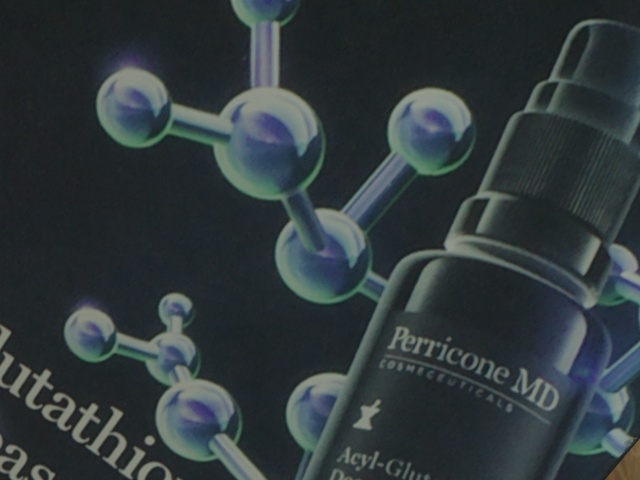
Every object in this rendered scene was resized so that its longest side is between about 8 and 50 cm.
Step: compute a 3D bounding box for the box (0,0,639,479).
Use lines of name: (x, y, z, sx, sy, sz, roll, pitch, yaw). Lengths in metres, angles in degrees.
box: (-0.017, -0.009, 0.555, 0.293, 0.212, 0.395, 36, 105, -1)
